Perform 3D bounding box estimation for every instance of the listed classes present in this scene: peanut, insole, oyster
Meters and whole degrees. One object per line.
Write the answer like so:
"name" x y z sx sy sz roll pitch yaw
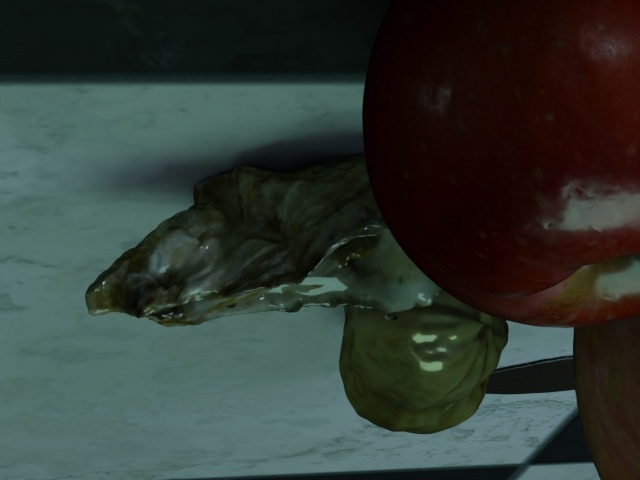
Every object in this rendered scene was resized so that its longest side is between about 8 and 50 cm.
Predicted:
"peanut" 0.090 0.098 1.279 0.147 0.147 0.305 -4 157 -4
"insole" 0.326 0.140 1.576 0.328 0.007 0.111 -5 157 0
"oyster" 0.000 -0.003 1.067 0.341 0.110 0.166 -9 161 1

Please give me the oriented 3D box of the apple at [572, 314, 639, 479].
"apple" 0.345 0.081 0.988 0.364 0.364 0.364 -4 156 -2

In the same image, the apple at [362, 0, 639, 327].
"apple" 0.150 -0.071 0.808 0.260 0.216 0.260 -6 157 -2
